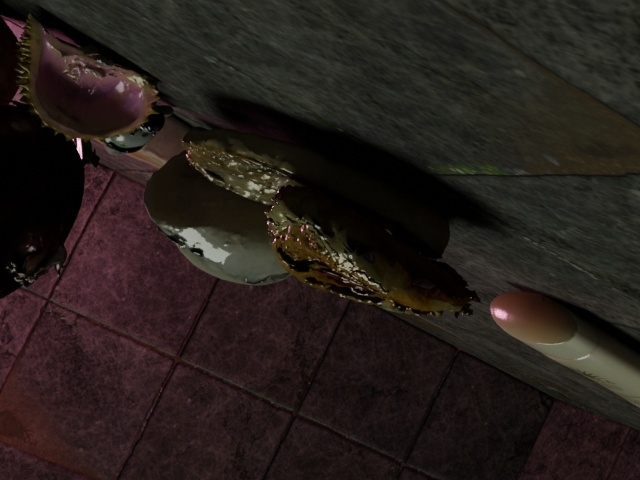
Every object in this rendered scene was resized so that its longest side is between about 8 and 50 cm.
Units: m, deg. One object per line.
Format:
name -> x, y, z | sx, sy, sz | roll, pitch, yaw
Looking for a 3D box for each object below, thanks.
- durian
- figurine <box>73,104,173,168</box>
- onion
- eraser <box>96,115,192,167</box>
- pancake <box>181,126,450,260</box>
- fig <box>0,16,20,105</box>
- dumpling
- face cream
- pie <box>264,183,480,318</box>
durian -> -0.325, -0.217, 1.366 | 0.132, 0.165, 0.182 | -22, 174, 40
figurine -> -0.305, -0.185, 1.533 | 0.147, 0.126, 0.192 | -18, -159, -42
onion -> -0.448, -0.041, 1.418 | 0.232, 0.314, 0.314 | 30, 176, 15
eraser -> -0.341, -0.197, 1.758 | 0.343, 0.078, 0.144 | 23, 173, 42
pancake -> -0.005, -0.069, 1.360 | 0.387, 0.082, 0.387 | 21, 175, 2
fig -> -0.600, -0.203, 1.427 | 0.286, 0.368, 0.286 | 23, 168, 5
dumpling -> -0.127, -0.053, 1.568 | 0.175, 0.226, 0.243 | -13, 147, 23
face cream -> 0.450, 0.186, 1.675 | 0.349, 0.081, 0.173 | 29, 174, -29
pie -> 0.051, 0.027, 1.251 | 0.308, 0.085, 0.308 | 22, 171, 4
